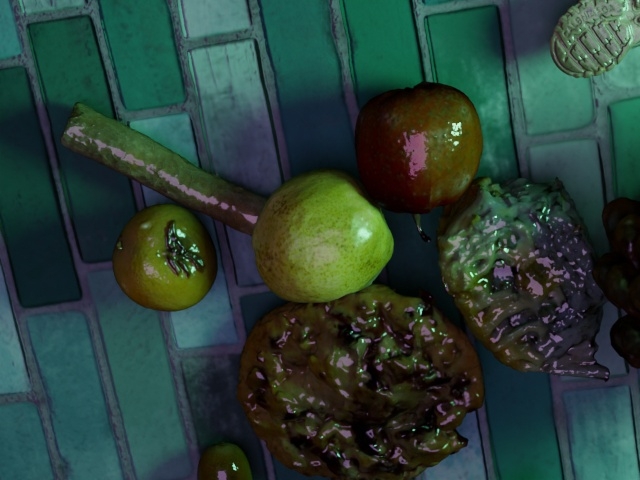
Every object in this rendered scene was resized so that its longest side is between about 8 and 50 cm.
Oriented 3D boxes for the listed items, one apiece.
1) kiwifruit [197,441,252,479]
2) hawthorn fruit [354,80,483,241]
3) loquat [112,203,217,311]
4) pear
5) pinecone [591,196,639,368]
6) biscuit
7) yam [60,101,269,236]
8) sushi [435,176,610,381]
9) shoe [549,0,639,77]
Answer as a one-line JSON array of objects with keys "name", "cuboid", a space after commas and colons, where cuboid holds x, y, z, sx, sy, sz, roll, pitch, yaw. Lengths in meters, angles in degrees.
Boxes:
[{"name": "kiwifruit", "cuboid": [-0.129, 0.334, 1.875, 0.075, 0.075, 0.124, -1, 104, 8]}, {"name": "hawthorn fruit", "cuboid": [0.118, -0.092, 1.659, 0.157, 0.157, 0.194, 0, 103, 7]}, {"name": "loquat", "cuboid": [-0.198, 0.022, 1.750, 0.141, 0.141, 0.141, 2, 108, 7]}, {"name": "pear", "cuboid": [0.000, 0.000, 1.697, 0.178, 0.178, 0.178, 2, 108, 7]}, {"name": "pinecone", "cuboid": [0.511, 0.059, 1.551, 0.398, 0.398, 0.397, 2, 108, 7]}, {"name": "biscuit", "cuboid": [0.047, 0.198, 1.778, 0.334, 0.081, 0.289, -26, 102, 27]}, {"name": "yam", "cuboid": [-0.189, -0.085, 1.754, 0.300, 0.066, 0.066, 26, 109, -3]}, {"name": "sushi", "cuboid": [0.259, 0.046, 1.696, 0.184, 0.139, 0.274, -26, 105, 17]}, {"name": "shoe", "cuboid": [0.352, -0.261, 1.615, 0.180, 0.092, 0.089, -28, 98, 18]}]
